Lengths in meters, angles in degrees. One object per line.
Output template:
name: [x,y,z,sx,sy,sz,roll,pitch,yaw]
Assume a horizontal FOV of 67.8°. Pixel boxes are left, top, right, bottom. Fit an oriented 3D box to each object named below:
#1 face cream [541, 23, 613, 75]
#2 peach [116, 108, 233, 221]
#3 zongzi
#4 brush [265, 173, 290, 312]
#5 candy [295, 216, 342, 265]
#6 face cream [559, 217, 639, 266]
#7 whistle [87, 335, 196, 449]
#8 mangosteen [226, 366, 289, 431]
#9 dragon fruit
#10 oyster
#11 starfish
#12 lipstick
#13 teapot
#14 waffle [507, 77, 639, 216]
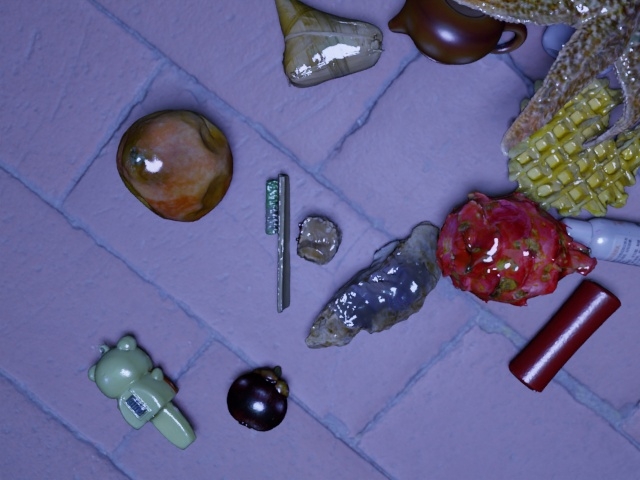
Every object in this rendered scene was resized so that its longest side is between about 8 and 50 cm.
face cream: [0.520,-0.451,0.841,0.144,0.071,0.291,25,100,-1]
peach: [-0.276,-0.145,0.880,0.215,0.235,0.214,0,88,6]
zongzi: [0.011,-0.399,0.889,0.195,0.099,0.197,-11,90,7]
brush: [-0.087,0.006,0.972,0.048,0.054,0.282,1,98,14]
candy: [0.000,0.000,0.935,0.085,0.110,0.095,19,88,12]
face cream: [0.584,0.006,0.896,0.269,0.082,0.081,11,99,3]
whistle: [-0.374,0.327,1.016,0.131,0.106,0.288,-43,91,7]
mangosteen: [-0.123,0.324,0.995,0.140,0.140,0.139,1,98,5]
dragon fruit: [0.346,0.018,0.864,0.269,0.210,0.205,6,71,8]
oyster: [0.113,0.108,0.937,0.342,0.110,0.166,-28,100,-5]
starfish: [0.409,-0.334,0.754,0.384,0.132,0.397,-18,104,-2]
lipstick: [0.474,0.188,0.933,0.080,0.080,0.241,38,99,-1]
teapot: [0.249,-0.381,0.860,0.252,0.135,0.178,8,69,-14]
waffle: [0.476,-0.175,0.894,0.250,0.056,0.261,10,101,5]
